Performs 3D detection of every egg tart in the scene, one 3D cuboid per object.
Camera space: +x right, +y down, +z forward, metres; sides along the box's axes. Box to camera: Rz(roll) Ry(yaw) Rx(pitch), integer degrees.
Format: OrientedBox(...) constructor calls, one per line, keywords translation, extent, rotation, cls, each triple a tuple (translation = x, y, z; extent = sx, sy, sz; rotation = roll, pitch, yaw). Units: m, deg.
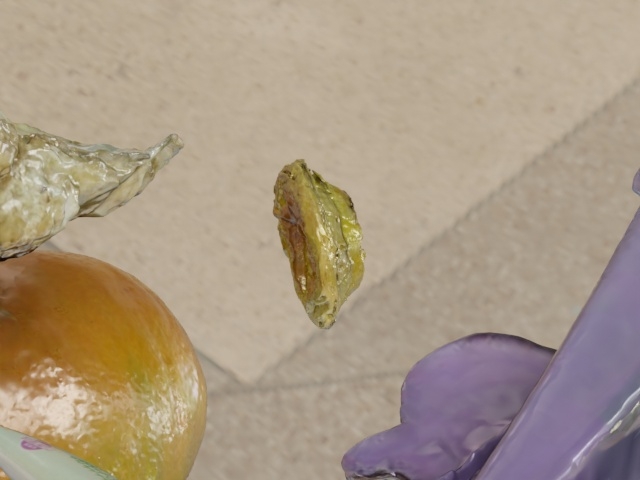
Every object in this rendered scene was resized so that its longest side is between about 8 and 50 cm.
OrientedBox(translation=(0.000, 0.000, 1.427), extent=(0.052, 0.130, 0.130), rotation=(-13, 117, -13), cls="egg tart")

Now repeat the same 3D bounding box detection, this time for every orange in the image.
OrientedBox(translation=(-0.233, 0.139, 1.450), extent=(0.310, 0.274, 0.274), rotation=(-19, 122, -53), cls="orange")

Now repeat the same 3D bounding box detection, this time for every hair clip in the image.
OrientedBox(translation=(0.103, 0.043, 0.586), extent=(0.278, 0.137, 0.090), rotation=(-51, 159, -29), cls="hair clip")

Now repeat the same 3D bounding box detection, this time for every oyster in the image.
OrientedBox(translation=(-0.192, -0.045, 1.208), extent=(0.233, 0.162, 0.107), rotation=(-15, 112, -74), cls="oyster")

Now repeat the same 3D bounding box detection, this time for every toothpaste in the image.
OrientedBox(translation=(-0.114, 0.155, 1.033), extent=(0.056, 0.314, 0.058), rotation=(-23, 120, -28), cls="toothpaste")
